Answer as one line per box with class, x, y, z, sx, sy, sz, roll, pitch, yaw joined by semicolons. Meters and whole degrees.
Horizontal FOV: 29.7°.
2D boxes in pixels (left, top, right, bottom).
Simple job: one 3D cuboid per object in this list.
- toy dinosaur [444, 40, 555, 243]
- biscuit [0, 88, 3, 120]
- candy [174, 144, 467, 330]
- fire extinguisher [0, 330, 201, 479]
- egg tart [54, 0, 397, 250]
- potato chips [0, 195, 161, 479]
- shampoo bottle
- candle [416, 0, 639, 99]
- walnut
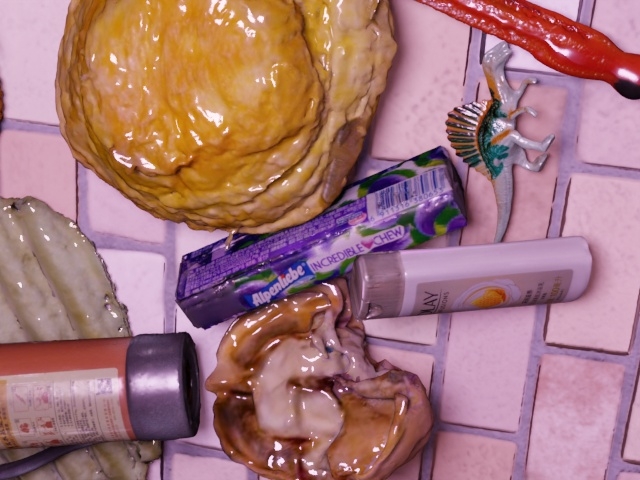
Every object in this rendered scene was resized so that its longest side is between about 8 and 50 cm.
toy dinosaur;0.168;-0.095;1.181;0.106;0.044;0.187;32;128;12
biscuit;-0.441;-0.149;1.263;0.220;0.066;0.220;5;115;12
candy;0.000;0.000;1.218;0.312;0.088;0.061;-21;124;17
fire extinguisher;-0.317;0.192;1.286;0.376;0.113;0.200;-3;111;4
egg tart;-0.104;-0.146;1.137;0.351;0.153;0.340;4;110;16
potato chips;-0.369;0.153;1.371;0.358;0.070;0.429;-19;110;13
shampoo bottle;0.145;0.037;1.177;0.227;0.056;0.086;-4;147;-11
candle;0.181;-0.203;1.124;0.329;0.051;0.048;24;111;1
walnut;0.000;0.168;1.253;0.204;0.141;0.238;-40;57;5
